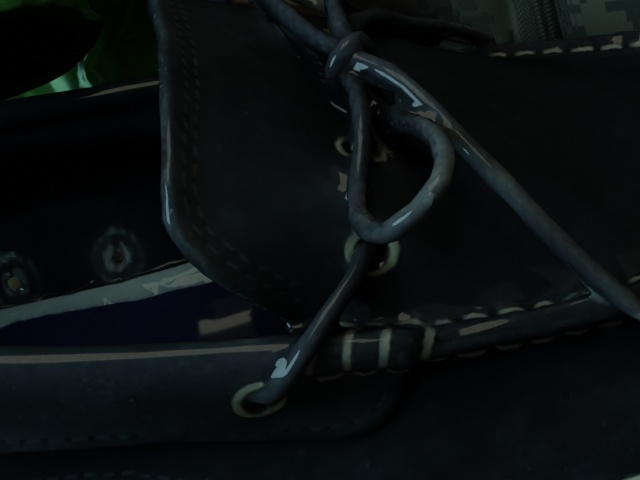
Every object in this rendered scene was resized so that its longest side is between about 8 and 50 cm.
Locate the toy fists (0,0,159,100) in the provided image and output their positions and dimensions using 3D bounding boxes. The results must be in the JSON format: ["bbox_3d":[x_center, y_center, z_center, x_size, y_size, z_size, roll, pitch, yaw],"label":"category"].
[{"bbox_3d":[-0.110,-0.124,0.659,0.096,0.142,0.279,-22,-6,10],"label":"toy fists"}]

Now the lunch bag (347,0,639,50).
[{"bbox_3d":[0.113,-0.213,0.738,0.256,0.213,0.305,9,41,33],"label":"lunch bag"}]

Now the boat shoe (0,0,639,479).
[{"bbox_3d":[0.000,0.000,0.538,0.500,0.156,0.187,-14,32,3],"label":"boat shoe"}]
